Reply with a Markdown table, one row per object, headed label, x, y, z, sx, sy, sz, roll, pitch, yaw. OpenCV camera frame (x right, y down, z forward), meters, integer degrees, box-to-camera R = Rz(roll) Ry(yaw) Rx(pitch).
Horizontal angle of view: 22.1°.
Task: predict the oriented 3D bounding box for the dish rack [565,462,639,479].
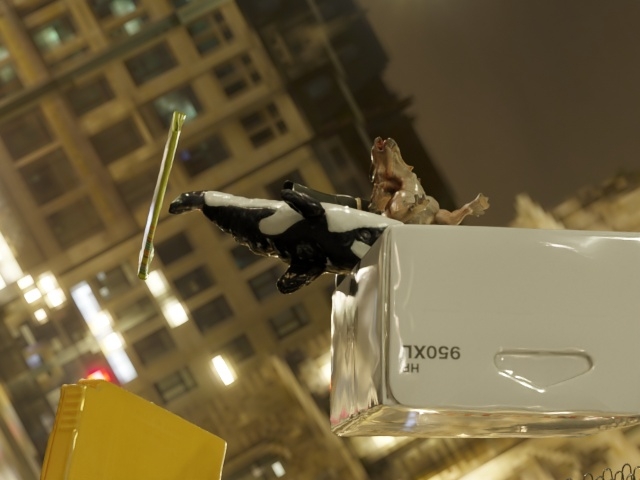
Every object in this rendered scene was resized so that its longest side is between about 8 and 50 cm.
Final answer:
| label | x | y | z | sx | sy | sz | roll | pitch | yaw |
| --- | --- | --- | --- | --- | --- | --- | --- | --- | --- |
| dish rack | 0.401 | 0.353 | 2.218 | 0.271 | 0.208 | 0.074 | 5 | -81 | 55 |

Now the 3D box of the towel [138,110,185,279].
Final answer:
| label | x | y | z | sx | sy | sz | roll | pitch | yaw |
| --- | --- | --- | --- | --- | --- | --- | --- | --- | --- |
| towel | -0.231 | -0.064 | 2.387 | 0.102 | 0.021 | 0.237 | -101 | -155 | -67 |

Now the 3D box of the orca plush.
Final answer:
| label | x | y | z | sx | sy | sz | roll | pitch | yaw |
| --- | --- | --- | --- | --- | --- | --- | --- | --- | --- |
| orca plush | -0.044 | 0.006 | 1.901 | 0.287 | 0.102 | 0.151 | 14 | -15 | 11 |

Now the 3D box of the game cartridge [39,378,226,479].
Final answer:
| label | x | y | z | sx | sy | sz | roll | pitch | yaw |
| --- | --- | --- | --- | --- | --- | --- | --- | --- | --- |
| game cartridge | -0.229 | 0.347 | 1.897 | 0.285 | 0.053 | 0.323 | 37 | 54 | -50 |

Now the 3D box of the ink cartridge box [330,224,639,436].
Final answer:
| label | x | y | z | sx | sy | sz | roll | pitch | yaw |
| --- | --- | --- | --- | --- | --- | --- | --- | --- | --- |
| ink cartridge box | 0.171 | 0.100 | 1.580 | 0.395 | 0.285 | 0.166 | 123 | -33 | -78 |

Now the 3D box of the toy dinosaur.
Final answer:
| label | x | y | z | sx | sy | sz | roll | pitch | yaw |
| --- | --- | --- | --- | --- | --- | --- | --- | --- | --- |
| toy dinosaur | 0.112 | -0.001 | 2.389 | 0.127 | 0.295 | 0.200 | 33 | -21 | -27 |

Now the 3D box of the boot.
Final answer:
| label | x | y | z | sx | sy | sz | roll | pitch | yaw |
| --- | --- | --- | --- | --- | --- | --- | --- | --- | --- |
| boot | 0.000 | 0.000 | 2.460 | 0.198 | 0.137 | 0.077 | -87 | -162 | -50 |
